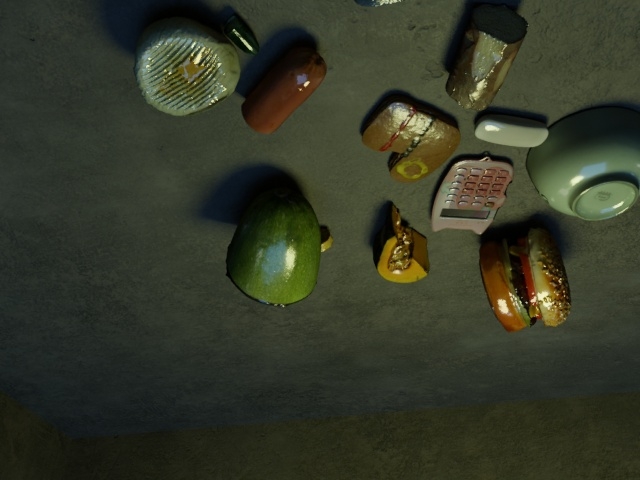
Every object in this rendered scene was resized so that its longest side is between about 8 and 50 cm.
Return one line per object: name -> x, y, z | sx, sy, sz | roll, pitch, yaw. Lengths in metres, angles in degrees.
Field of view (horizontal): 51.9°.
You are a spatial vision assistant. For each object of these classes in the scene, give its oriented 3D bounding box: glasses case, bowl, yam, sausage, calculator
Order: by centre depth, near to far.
yam -> 0.379, -0.420, 1.543 | 0.128, 0.129, 0.238 | -27, 154, -27
sausage -> -0.089, -0.370, 1.609 | 0.113, 0.114, 0.259 | 23, 138, -29
glasses case -> 0.515, -0.295, 1.776 | 0.204, 0.051, 0.081 | 8, 142, -12
bowl -> 0.768, -0.179, 1.832 | 0.353, 0.185, 0.354 | -1, 145, -1
calculator -> 0.458, -0.141, 2.000 | 0.220, 0.048, 0.330 | 4, 142, -6

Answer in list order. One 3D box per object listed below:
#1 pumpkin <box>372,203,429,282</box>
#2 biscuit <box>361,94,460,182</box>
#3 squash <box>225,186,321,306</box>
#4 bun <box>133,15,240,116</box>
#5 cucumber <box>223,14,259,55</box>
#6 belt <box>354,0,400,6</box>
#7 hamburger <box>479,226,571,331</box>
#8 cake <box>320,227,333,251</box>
pumpkin -> 0.278, 0.020, 2.134 | 0.190, 0.139, 0.280 | 8, 146, -6
biscuit -> 0.232, -0.264, 1.811 | 0.277, 0.052, 0.262 | 21, 138, -28
squash -> -0.104, -0.010, 1.972 | 0.310, 0.310, 0.309 | 12, 135, -18
bun -> -0.312, -0.402, 1.523 | 0.243, 0.153, 0.244 | 0, 126, 0
cucumber -> -0.176, -0.466, 1.520 | 0.048, 0.048, 0.105 | -23, 139, 27
belt -> 0.163, -0.565, 1.333 | 0.218, 0.122, 0.128 | -13, 141, 5
hamburger -> 0.679, 0.131, 2.156 | 0.250, 0.330, 0.330 | -20, 140, 22
cake -> 0.000, 0.000, 2.146 | 0.084, 0.084, 0.044 | -9, 136, 10
